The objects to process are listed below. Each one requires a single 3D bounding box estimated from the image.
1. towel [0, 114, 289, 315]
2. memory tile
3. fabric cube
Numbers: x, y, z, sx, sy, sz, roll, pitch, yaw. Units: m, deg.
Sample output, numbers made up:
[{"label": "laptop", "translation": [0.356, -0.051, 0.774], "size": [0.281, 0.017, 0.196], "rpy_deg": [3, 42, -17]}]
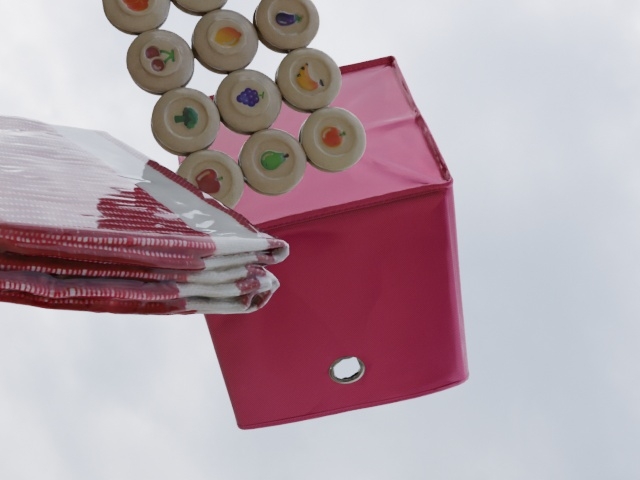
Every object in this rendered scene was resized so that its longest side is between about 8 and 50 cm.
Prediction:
[{"label": "towel", "translation": [-0.206, -0.028, 0.395], "size": [0.237, 0.329, 0.037], "rpy_deg": [32, -68, 53]}, {"label": "memory tile", "translation": [-0.046, -0.093, 0.546], "size": [0.012, 0.113, 0.148], "rpy_deg": [132, -63, -73]}, {"label": "fabric cube", "translation": [0.000, 0.000, 1.042], "size": [0.259, 0.254, 0.258], "rpy_deg": [-103, -178, -52]}]
